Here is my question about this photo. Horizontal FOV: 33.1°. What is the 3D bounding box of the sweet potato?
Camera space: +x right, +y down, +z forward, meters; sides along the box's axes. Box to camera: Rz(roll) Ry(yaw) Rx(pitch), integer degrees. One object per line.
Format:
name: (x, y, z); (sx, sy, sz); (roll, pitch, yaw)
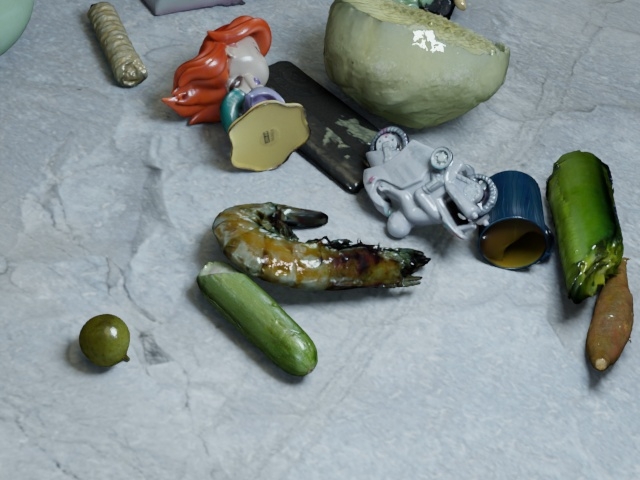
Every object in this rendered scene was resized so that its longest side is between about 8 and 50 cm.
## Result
sweet potato: (0.479, 0.125, 1.755); (0.072, 0.066, 0.314); (31, 41, 4)

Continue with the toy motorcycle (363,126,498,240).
toy motorcycle: (0.165, -0.080, 1.804); (0.260, 0.171, 0.110); (33, 6, 31)

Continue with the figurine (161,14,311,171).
figurine: (-0.149, -0.261, 1.856); (0.181, 0.208, 0.257); (19, 34, -48)

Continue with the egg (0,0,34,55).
egg: (-0.607, -0.395, 1.822); (0.203, 0.203, 0.283); (28, 48, 11)

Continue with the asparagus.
asparagus: (0.455, -0.016, 1.835); (0.128, 0.108, 0.382); (32, 33, -16)

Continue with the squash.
squash: (-0.093, 0.109, 1.573); (0.239, 0.069, 0.069); (41, 47, 22)

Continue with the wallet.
wallet: (0.000, -0.217, 1.960); (0.321, 0.044, 0.170); (40, 45, 21)

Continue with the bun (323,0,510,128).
bun: (0.160, -0.321, 1.999); (0.364, 0.202, 0.364); (15, 19, -5)

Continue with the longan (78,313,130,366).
longan: (-0.291, 0.140, 1.483); (0.083, 0.075, 0.075); (46, 29, -34)

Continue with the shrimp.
shrimp: (0.000, 0.000, 1.712); (0.364, 0.071, 0.233); (1, 33, -29)

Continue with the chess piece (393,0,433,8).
chess piece: (0.139, -0.577, 2.237); (0.194, 0.195, 0.299); (0, 33, -19)

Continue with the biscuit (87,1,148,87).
biscuit: (-0.374, -0.365, 1.977); (0.061, 0.055, 0.219); (-20, 54, -10)

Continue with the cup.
cup: (0.331, -0.026, 1.846); (0.113, 0.150, 0.138); (-12, 38, 18)

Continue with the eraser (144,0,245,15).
eraser: (-0.303, -0.626, 2.226); (0.272, 0.122, 0.359); (-15, 51, -31)

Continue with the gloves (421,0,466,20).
gloves: (0.253, -0.529, 2.349); (0.129, 0.106, 0.181); (16, 71, 0)
